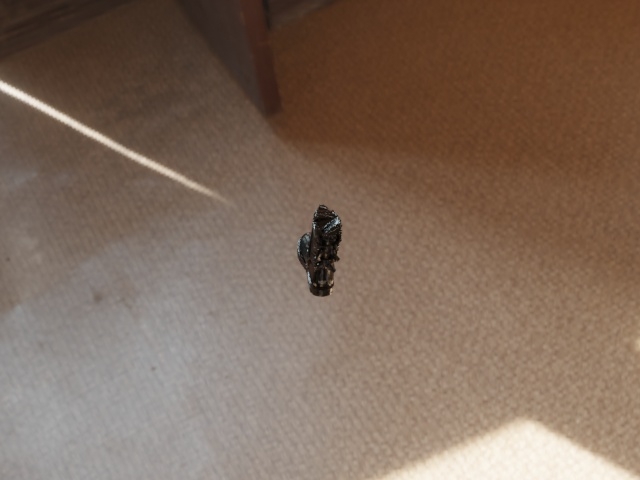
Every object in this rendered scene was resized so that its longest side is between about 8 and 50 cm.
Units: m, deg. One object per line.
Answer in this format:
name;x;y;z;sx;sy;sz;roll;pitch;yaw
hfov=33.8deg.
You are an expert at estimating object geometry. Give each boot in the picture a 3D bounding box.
boot;-0.001;0.000;1.314;0.045;0.099;0.121;-1;38;-9
